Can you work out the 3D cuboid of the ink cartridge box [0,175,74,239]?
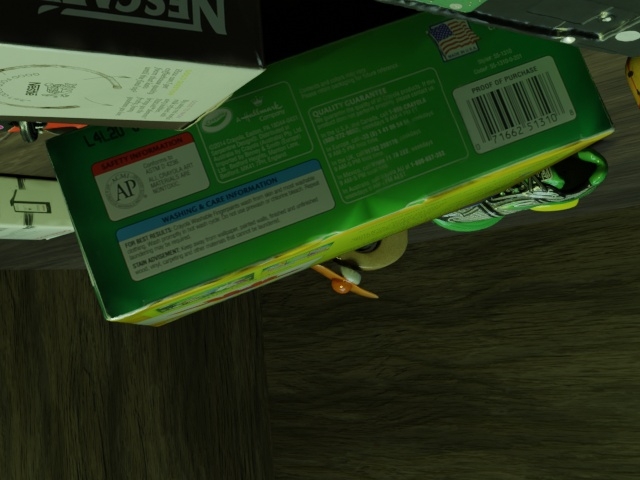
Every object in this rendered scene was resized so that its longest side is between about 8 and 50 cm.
[{"bbox_3d":[-0.519,-0.052,1.319,0.148,0.086,0.203,-10,173,41],"label":"ink cartridge box"}]

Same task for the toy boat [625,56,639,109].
[{"bbox_3d":[0.381,-0.195,0.605,0.318,0.148,0.267,-19,172,36],"label":"toy boat"}]

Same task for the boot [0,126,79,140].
[{"bbox_3d":[-0.354,-0.133,0.936,0.106,0.037,0.114,16,159,-36],"label":"boot"}]

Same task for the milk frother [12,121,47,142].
[{"bbox_3d":[-0.149,-0.137,0.587,0.134,0.143,0.129,-4,167,9],"label":"milk frother"}]

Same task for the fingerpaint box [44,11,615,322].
[{"bbox_3d":[-0.005,-0.066,0.814,0.444,0.163,0.371,-21,176,-8],"label":"fingerpaint box"}]

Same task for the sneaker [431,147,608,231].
[{"bbox_3d":[0.337,-0.110,1.400,0.343,0.134,0.146,-13,168,-10],"label":"sneaker"}]

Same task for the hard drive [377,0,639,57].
[{"bbox_3d":[0.125,-0.196,0.445,0.338,0.064,0.237,5,171,-20],"label":"hard drive"}]

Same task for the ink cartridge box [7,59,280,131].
[{"bbox_3d":[-0.171,-0.127,0.826,0.189,0.066,0.232,-16,-175,46],"label":"ink cartridge box"}]

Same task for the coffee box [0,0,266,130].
[{"bbox_3d":[-0.184,-0.148,0.351,0.297,0.168,0.119,-1,172,-31],"label":"coffee box"}]

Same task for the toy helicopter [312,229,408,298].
[{"bbox_3d":[0.000,0.000,1.523,0.355,0.235,0.140,-3,174,-16],"label":"toy helicopter"}]

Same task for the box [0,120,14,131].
[{"bbox_3d":[-0.326,-0.144,0.798,0.062,0.052,0.083,-3,172,-11],"label":"box"}]
